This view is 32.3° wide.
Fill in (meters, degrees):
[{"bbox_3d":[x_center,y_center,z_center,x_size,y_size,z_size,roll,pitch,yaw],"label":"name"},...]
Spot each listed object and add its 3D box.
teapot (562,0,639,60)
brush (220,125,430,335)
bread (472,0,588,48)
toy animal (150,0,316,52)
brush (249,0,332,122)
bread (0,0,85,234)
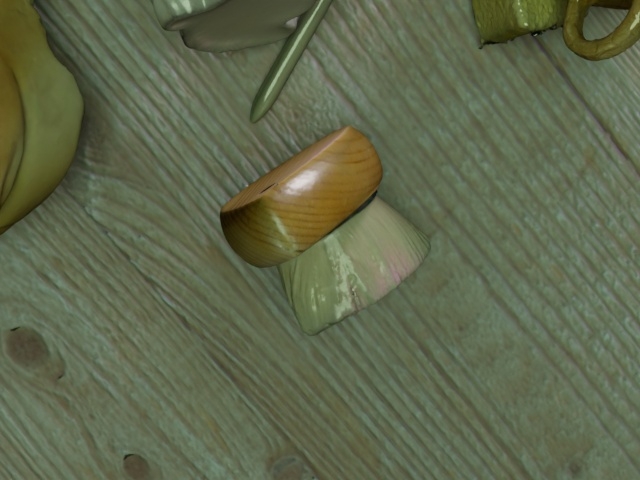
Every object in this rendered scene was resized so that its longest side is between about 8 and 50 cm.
[{"bbox_3d":[0.319,-0.318,1.072,0.203,0.167,0.311,29,75,-37],"label":"teapot"},{"bbox_3d":[0.000,0.000,1.100,0.174,0.266,0.166,-30,96,14],"label":"brush"},{"bbox_3d":[0.218,-0.285,1.146,0.152,0.127,0.147,-18,101,-16],"label":"bread"},{"bbox_3d":[-0.103,-0.335,1.064,0.206,0.272,0.265,-17,87,-25],"label":"toy animal"},{"bbox_3d":[-0.001,-0.254,1.169,0.039,0.042,0.299,30,99,-13],"label":"brush"},{"bbox_3d":[-0.422,-0.189,1.059,0.329,0.245,0.424,-35,96,4],"label":"bread"}]
